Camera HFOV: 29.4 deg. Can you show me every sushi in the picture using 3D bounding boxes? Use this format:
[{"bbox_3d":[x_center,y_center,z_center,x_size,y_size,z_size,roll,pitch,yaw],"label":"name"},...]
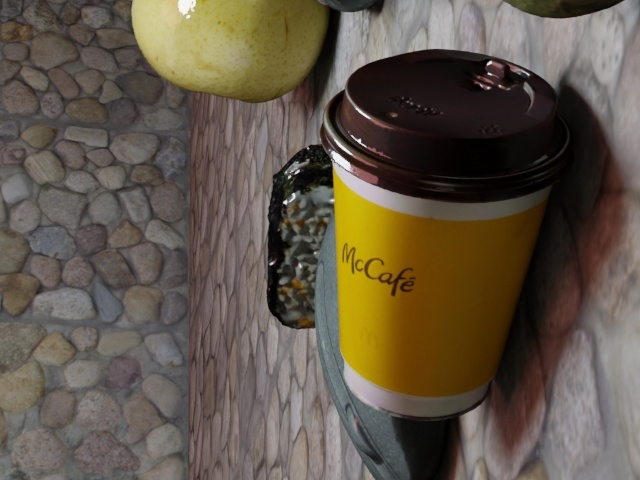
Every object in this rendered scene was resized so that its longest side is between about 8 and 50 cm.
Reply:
[{"bbox_3d":[0.000,0.000,1.462,0.126,0.136,0.225,-86,5,-45],"label":"sushi"}]

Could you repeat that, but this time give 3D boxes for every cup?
[{"bbox_3d":[0.090,-0.003,0.983,0.196,0.196,0.280,-105,17,-57],"label":"cup"}]

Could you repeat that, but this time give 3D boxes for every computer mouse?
[{"bbox_3d":[0.053,0.082,1.238,0.203,0.114,0.374,124,148,-62],"label":"computer mouse"}]

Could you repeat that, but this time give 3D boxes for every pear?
[{"bbox_3d":[-0.126,-0.354,1.818,0.309,0.309,0.309,-175,90,-77],"label":"pear"}]

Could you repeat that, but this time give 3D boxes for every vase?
[{"bbox_3d":[0.026,-0.346,1.624,0.214,0.086,0.086,-130,47,-78],"label":"vase"}]

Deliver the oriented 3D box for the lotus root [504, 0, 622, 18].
[{"bbox_3d":[0.170,-0.259,0.740,0.309,0.173,0.173,116,156,-56],"label":"lotus root"}]
